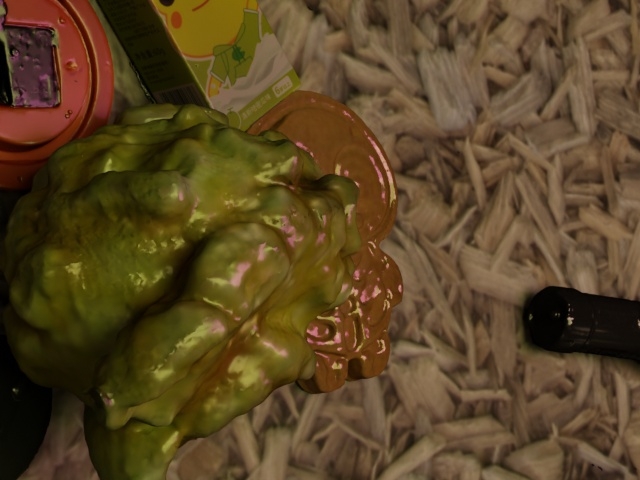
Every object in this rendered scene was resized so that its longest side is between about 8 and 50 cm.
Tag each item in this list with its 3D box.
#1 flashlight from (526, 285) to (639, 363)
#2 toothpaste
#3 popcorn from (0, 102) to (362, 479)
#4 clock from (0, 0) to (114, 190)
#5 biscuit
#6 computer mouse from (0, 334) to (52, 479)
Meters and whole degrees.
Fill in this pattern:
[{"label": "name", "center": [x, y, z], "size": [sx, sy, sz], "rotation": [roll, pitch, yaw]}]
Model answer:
[{"label": "flashlight", "center": [0.326, 0.093, 1.990], "size": [0.232, 0.093, 0.093], "rotation": [10, 78, -38]}, {"label": "toothpaste", "center": [-0.143, -0.239, 1.644], "size": [0.110, 0.077, 0.327], "rotation": [-41, 111, -34]}, {"label": "popcorn", "center": [-0.123, 0.024, 1.499], "size": [0.335, 0.279, 0.274], "rotation": [-23, 143, -41]}, {"label": "clock", "center": [-0.262, -0.143, 1.552], "size": [0.205, 0.051, 0.205], "rotation": [4, 83, -39]}, {"label": "biscuit", "center": [0.001, 0.000, 1.761], "size": [0.202, 0.044, 0.288], "rotation": [-7, 88, -40]}, {"label": "computer mouse", "center": [-0.270, 0.150, 1.506], "size": [0.099, 0.057, 0.172], "rotation": [44, 56, -25]}]
